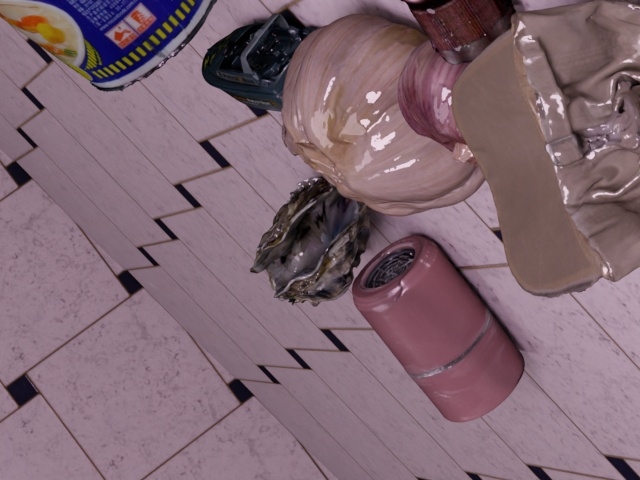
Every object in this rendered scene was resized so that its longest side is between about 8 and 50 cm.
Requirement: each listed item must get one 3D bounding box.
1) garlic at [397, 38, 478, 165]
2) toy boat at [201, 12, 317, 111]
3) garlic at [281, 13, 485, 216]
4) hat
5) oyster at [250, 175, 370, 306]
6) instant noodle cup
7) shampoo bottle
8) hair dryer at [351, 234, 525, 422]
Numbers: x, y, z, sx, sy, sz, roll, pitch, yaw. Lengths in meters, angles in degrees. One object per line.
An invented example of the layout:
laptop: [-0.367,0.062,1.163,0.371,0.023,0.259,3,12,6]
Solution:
garlic: [0.138,-0.116,1.566,0.159,0.102,0.147,19,172,39]
toy boat: [-0.069,-0.196,1.956,0.103,0.093,0.246,43,168,-27]
garlic: [0.055,-0.113,1.736,0.228,0.152,0.228,35,159,15]
hat: [0.210,-0.076,1.407,0.245,0.149,0.214,147,104,-83]
oyster: [-0.002,0.002,2.216,0.351,0.162,0.158,30,-144,-81]
instant noodle cup: [-0.274,-0.322,1.869,0.312,0.284,0.284,43,168,-33]
shampoo bottle: [0.045,-0.279,1.422,0.323,0.084,0.129,52,167,-31]
hair dryer: [0.100,0.083,2.272,0.210,0.125,0.352,51,171,-22]
